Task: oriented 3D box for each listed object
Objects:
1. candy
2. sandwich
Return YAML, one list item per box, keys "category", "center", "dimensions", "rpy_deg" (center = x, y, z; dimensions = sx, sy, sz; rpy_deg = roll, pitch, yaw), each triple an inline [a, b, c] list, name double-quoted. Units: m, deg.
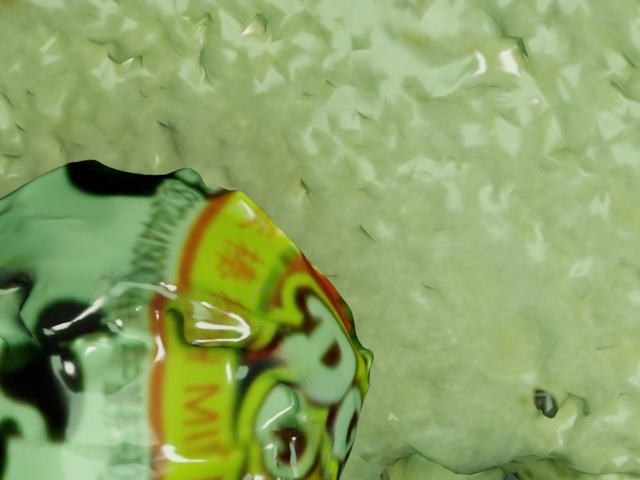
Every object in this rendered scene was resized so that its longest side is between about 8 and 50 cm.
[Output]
- category: "candy"
  center: [-0.141, 0.012, 0.395]
  dimensions: [0.305, 0.083, 0.091]
  rpy_deg: [10, 121, 11]
- category: "sandwich"
  center: [0.000, -0.001, 0.457]
  dimensions: [0.273, 0.095, 0.249]
  rpy_deg: [-31, 109, 19]
